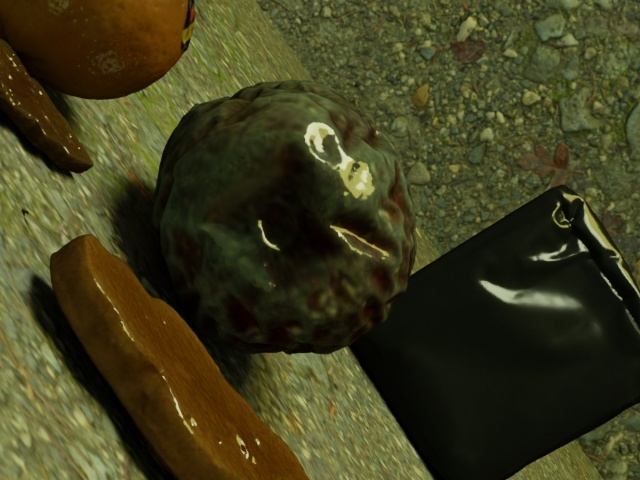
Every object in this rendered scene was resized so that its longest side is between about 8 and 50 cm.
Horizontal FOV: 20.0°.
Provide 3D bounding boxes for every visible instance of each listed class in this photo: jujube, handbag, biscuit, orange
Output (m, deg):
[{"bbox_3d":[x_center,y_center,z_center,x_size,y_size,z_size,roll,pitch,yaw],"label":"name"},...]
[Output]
[{"bbox_3d":[-0.030,-0.023,1.492,0.226,0.226,0.317,54,3,-7],"label":"jujube"},{"bbox_3d":[0.220,0.126,2.017,0.275,0.301,0.178,59,2,10],"label":"handbag"},{"bbox_3d":[-0.215,-0.095,1.351,0.130,0.019,0.119,50,9,-27],"label":"biscuit"},{"bbox_3d":[-0.081,0.118,1.184,0.295,0.044,0.186,53,5,-22],"label":"biscuit"},{"bbox_3d":[-0.185,-0.196,1.458,0.178,0.155,0.177,61,4,-7],"label":"orange"}]
